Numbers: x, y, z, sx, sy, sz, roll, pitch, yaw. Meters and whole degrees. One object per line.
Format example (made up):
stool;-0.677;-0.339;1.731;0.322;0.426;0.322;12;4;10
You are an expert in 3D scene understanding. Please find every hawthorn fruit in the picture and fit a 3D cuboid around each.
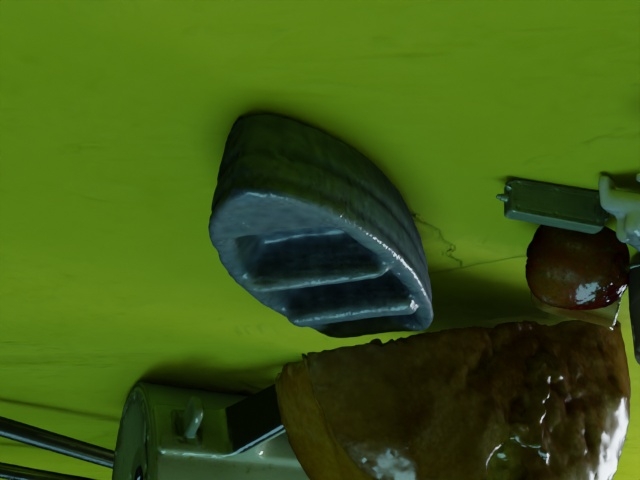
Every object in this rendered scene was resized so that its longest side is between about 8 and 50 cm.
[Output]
hawthorn fruit;0.188;0.018;0.861;0.077;0.077;0.077;2;158;1

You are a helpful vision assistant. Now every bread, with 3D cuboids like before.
bread;0.220;0.040;0.943;0.103;0.049;0.062;14;164;-29
bread;0.124;0.174;1.028;0.340;0.179;0.194;-1;165;-36

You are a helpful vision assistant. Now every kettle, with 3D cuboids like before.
kettle;-0.025;0.265;1.342;0.376;0.250;0.361;8;129;-19

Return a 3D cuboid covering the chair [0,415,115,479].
chair;-0.390;0.409;1.533;0.410;0.362;0.364;7;158;-21

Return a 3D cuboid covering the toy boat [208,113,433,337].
toy boat;0.000;0.000;0.830;0.127;0.078;0.283;-5;157;19

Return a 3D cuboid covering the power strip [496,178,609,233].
power strip;0.160;-0.025;0.820;0.083;0.027;0.017;9;158;-12

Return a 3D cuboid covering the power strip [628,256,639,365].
power strip;0.321;0.053;0.927;0.154;0.078;0.154;1;155;0

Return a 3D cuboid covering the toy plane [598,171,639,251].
toy plane;0.290;-0.010;0.738;0.244;0.118;0.245;15;170;3
